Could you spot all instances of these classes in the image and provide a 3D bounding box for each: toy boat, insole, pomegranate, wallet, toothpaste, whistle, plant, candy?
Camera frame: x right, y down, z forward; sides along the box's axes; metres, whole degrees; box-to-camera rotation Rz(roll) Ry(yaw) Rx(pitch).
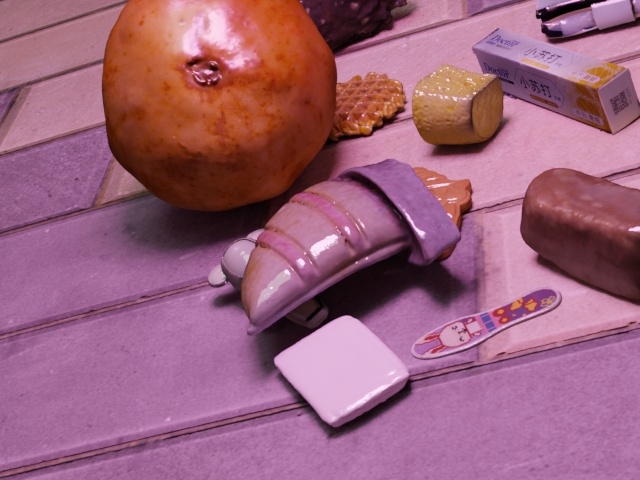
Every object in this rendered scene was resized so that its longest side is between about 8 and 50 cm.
[{"bbox_3d":[0.022,-0.017,1.787,0.293,0.111,0.276,-16,31,0],"label":"toy boat"},{"bbox_3d":[0.203,0.102,1.647,0.197,0.004,0.065,-22,29,2],"label":"insole"},{"bbox_3d":[-0.156,-0.222,2.101,0.410,0.410,0.410,-17,30,10],"label":"pomegranate"},{"bbox_3d":[0.486,-0.412,2.219,0.250,0.075,0.176,-10,29,23],"label":"wallet"},{"bbox_3d":[0.351,-0.246,2.029,0.071,0.089,0.313,-36,32,-13],"label":"toothpaste"},{"bbox_3d":[0.027,0.159,1.647,0.124,0.032,0.183,-30,32,-13],"label":"wallet"},{"bbox_3d":[-0.062,0.061,1.830,0.114,0.077,0.235,-42,40,-12],"label":"whistle"},{"bbox_3d":[0.049,-0.469,2.497,0.234,0.204,0.178,-37,40,-3],"label":"plant"},{"bbox_3d":[0.343,-0.012,1.639,0.102,0.104,0.234,-32,31,-25],"label":"candy"}]

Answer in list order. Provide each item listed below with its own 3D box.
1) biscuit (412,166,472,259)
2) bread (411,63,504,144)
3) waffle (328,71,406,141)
[{"bbox_3d":[0.142,-0.042,1.901,0.162,0.035,0.250,-26,31,3],"label":"biscuit"},{"bbox_3d":[0.205,-0.198,2.028,0.114,0.111,0.129,8,39,36],"label":"bread"},{"bbox_3d":[0.055,-0.223,2.241,0.191,0.038,0.191,-18,29,10],"label":"waffle"}]
